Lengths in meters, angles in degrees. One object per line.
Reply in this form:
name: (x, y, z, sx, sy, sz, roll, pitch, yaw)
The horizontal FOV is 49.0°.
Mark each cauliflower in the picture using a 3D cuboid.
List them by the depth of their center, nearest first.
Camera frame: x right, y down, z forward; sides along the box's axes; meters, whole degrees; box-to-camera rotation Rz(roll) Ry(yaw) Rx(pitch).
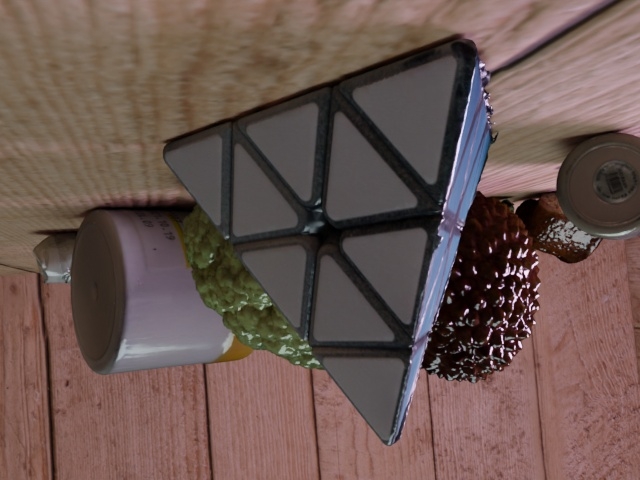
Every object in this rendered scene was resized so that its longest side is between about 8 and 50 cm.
cauliflower: (0.000, 0.000, 0.796, 0.272, 0.275, 0.250, -48, -174, 41)

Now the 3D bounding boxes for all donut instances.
donut: (0.432, -0.025, 1.276, 0.126, 0.144, 0.187, 16, -158, -2)

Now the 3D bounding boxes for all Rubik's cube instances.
Rubik's cube: (0.043, -0.032, 0.549, 0.233, 0.228, 0.228, -41, -147, 11)

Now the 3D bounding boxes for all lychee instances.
lychee: (0.204, 0.064, 1.118, 0.305, 0.331, 0.306, -15, 149, -9)

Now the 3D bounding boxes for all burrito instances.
burrito: (-0.326, 0.030, 1.368, 0.445, 0.101, 0.139, -3, 172, -32)

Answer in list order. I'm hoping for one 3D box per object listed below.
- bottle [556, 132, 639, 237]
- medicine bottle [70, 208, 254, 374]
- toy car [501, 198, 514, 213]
bottle: (0.340, -0.054, 0.807, 0.109, 0.110, 0.233, -6, 177, 26)
medicine bottle: (-0.226, 0.069, 1.044, 0.231, 0.238, 0.237, 0, 174, -36)
toy car: (0.290, -0.043, 1.341, 0.093, 0.058, 0.186, -5, 177, -31)
